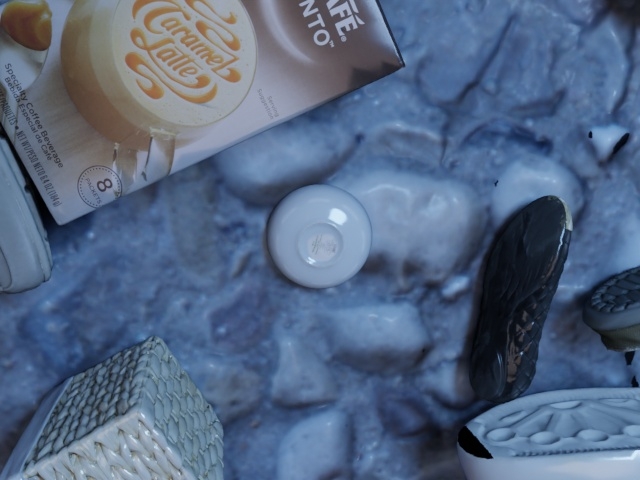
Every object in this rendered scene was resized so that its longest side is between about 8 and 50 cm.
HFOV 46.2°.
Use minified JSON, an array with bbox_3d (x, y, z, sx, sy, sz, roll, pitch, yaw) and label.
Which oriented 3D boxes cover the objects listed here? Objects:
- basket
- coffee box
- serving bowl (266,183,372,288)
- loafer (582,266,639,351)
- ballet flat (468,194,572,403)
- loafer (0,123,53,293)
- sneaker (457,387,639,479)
[{"bbox_3d":[-0.138,0.152,0.539,0.103,0.167,0.113,-33,104,-1],"label":"basket"},{"bbox_3d":[-0.087,-0.130,0.503,0.246,0.098,0.141,-25,104,3],"label":"coffee box"},{"bbox_3d":[0.000,0.000,0.576,0.083,0.027,0.083,-1,104,-4],"label":"serving bowl"},{"bbox_3d":[0.329,0.058,0.573,0.251,0.094,0.088,-9,100,-1],"label":"loafer"},{"bbox_3d":[0.159,0.047,0.594,0.049,0.057,0.173,1,109,-44],"label":"ballet flat"},{"bbox_3d":[-0.278,-0.090,0.470,0.111,0.112,0.320,-32,119,-18],"label":"loafer"},{"bbox_3d":[0.272,0.243,0.595,0.322,0.130,0.236,-5,100,-8],"label":"sneaker"}]
